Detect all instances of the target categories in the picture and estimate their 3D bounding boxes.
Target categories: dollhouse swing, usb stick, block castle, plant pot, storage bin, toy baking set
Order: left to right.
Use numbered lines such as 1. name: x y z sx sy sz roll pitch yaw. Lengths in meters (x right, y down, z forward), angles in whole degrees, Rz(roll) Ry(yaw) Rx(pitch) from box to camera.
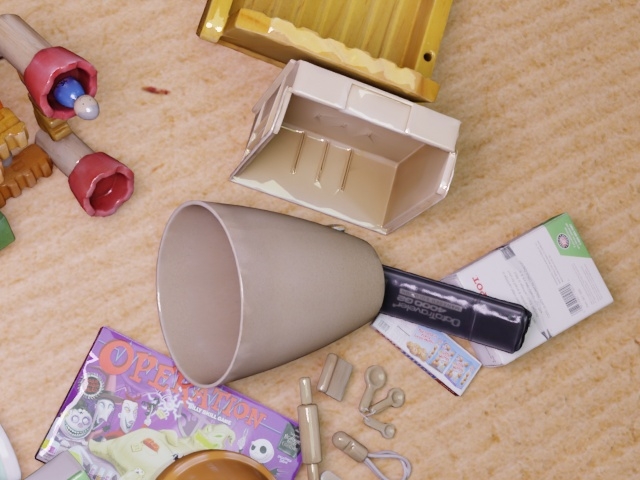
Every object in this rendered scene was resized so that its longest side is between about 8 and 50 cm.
1. block castle: -0.466 -0.050 1.557 0.453 0.303 0.213 -37 59 -20
2. plant pot: -0.126 0.382 1.630 0.205 0.188 0.205 2 81 -16
3. plant pot: -0.055 0.068 1.737 0.274 0.256 0.256 -2 82 -33
4. dollhouse swing: 0.032 -0.356 1.777 0.347 0.305 0.315 20 77 -12
5. storage bin: 0.035 -0.131 1.768 0.262 0.260 0.123 19 73 -13
6. toy baking set: 0.053 0.293 1.800 0.197 0.030 0.256 2 83 -33
7. usb stick: 0.174 0.097 1.821 0.278 0.045 0.077 16 109 15

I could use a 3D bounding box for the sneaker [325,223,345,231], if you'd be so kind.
1. sneaker: 0.000 0.000 1.859 0.083 0.032 0.037 -18 100 -12

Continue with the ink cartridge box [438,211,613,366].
1. ink cartridge box: 0.317 0.078 1.904 0.219 0.092 0.160 -27 89 -17

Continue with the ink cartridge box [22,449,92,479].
1. ink cartridge box: -0.331 0.452 1.607 0.201 0.117 0.278 -35 109 -18

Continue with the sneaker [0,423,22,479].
1. sneaker: -0.519 0.253 1.628 0.151 0.094 0.256 -38 83 -24

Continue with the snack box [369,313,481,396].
1. snack box: 0.162 0.161 1.883 0.178 0.022 0.064 40 72 -7

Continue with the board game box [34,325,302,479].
1. board game box: -0.203 0.290 1.744 0.347 0.056 0.208 28 71 -11
